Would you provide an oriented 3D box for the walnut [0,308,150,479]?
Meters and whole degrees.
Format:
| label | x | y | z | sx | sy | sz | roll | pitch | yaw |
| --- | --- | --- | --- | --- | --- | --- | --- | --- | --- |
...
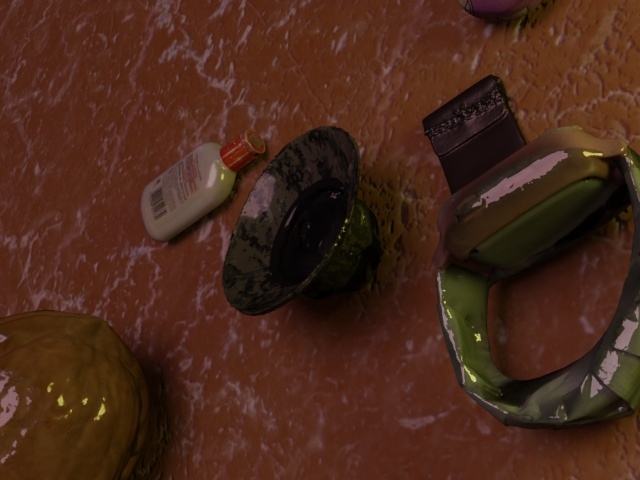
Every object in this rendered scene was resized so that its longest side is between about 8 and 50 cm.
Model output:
| label | x | y | z | sx | sy | sz | roll | pitch | yaw |
| --- | --- | --- | --- | --- | --- | --- | --- | --- | --- |
| walnut | -0.383 | 0.248 | 1.277 | 0.306 | 0.306 | 0.344 | 32 | 88 | 45 |

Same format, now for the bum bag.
| label | x | y | z | sx | sy | sz | roll | pitch | yaw |
| --- | --- | --- | --- | --- | --- | --- | --- | --- | --- |
| bum bag | 0.180 | -0.106 | 1.097 | 0.109 | 0.026 | 0.159 | -34 | 53 | 26 |

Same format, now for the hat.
| label | x | y | z | sx | sy | sz | roll | pitch | yaw |
| --- | --- | --- | --- | --- | --- | --- | --- | --- | --- |
| hat | 0.000 | 0.000 | 1.144 | 0.265 | 0.128 | 0.265 | -34 | 38 | 32 |

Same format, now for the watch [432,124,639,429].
| label | x | y | z | sx | sy | sz | roll | pitch | yaw |
| --- | --- | --- | --- | --- | --- | --- | --- | --- | --- |
| watch | 0.228 | 0.051 | 0.905 | 0.253 | 0.162 | 0.241 | -36 | 59 | 26 |

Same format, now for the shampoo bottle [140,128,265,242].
| label | x | y | z | sx | sy | sz | roll | pitch | yaw |
| --- | --- | --- | --- | --- | --- | --- | --- | --- | --- |
| shampoo bottle | -0.172 | -0.087 | 1.390 | 0.221 | 0.051 | 0.108 | -32 | 52 | 28 |

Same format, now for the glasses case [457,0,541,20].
| label | x | y | z | sx | sy | sz | roll | pitch | yaw |
| --- | --- | --- | --- | --- | --- | --- | --- | --- | --- |
| glasses case | 0.255 | -0.405 | 1.122 | 0.123 | 0.076 | 0.316 | 20 | 86 | 47 |
